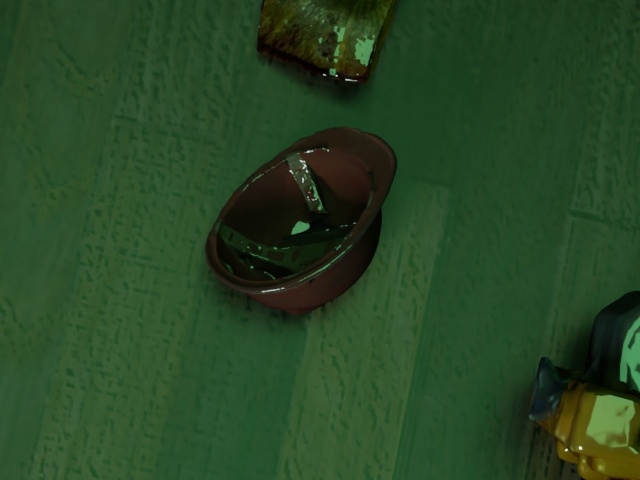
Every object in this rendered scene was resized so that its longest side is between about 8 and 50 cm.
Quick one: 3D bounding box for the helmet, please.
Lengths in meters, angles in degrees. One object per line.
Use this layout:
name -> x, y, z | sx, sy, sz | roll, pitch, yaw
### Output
helmet -> 0.000, 0.000, 1.027 | 0.111, 0.057, 0.089 | -44, 43, -12

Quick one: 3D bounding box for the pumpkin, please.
pumpkin -> 0.008, -0.136, 1.065 | 0.073, 0.035, 0.101 | 18, 84, 12

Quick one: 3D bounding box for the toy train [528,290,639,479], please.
toy train -> 0.281, 0.139, 0.972 | 0.369, 0.163, 0.232 | 10, 89, -1
